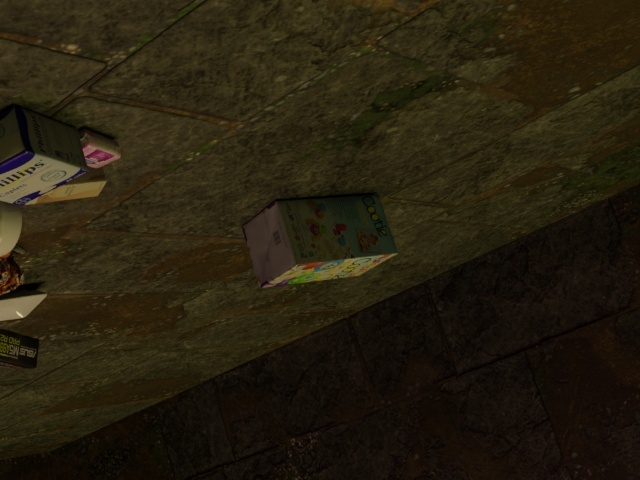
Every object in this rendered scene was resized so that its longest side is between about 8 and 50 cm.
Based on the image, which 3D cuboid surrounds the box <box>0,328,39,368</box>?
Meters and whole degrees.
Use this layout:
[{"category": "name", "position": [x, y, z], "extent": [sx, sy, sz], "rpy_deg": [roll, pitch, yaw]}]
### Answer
[{"category": "box", "position": [-0.696, 0.194, 1.831], "extent": [0.270, 0.060, 0.216], "rpy_deg": [0, 167, 13]}]

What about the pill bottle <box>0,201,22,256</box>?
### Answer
[{"category": "pill bottle", "position": [-0.532, -0.031, 1.346], "extent": [0.131, 0.131, 0.229], "rpy_deg": [-27, 163, 30]}]

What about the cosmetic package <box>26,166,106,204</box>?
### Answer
[{"category": "cosmetic package", "position": [-0.387, -0.089, 1.487], "extent": [0.115, 0.041, 0.060], "rpy_deg": [-9, 163, -30]}]

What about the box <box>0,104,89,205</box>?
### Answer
[{"category": "box", "position": [-0.406, -0.110, 1.326], "extent": [0.126, 0.072, 0.137], "rpy_deg": [-24, 164, 18]}]

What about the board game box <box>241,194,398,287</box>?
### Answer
[{"category": "board game box", "position": [0.000, 0.000, 2.072], "extent": [0.275, 0.144, 0.142], "rpy_deg": [-5, 161, -38]}]

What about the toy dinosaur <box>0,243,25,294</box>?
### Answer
[{"category": "toy dinosaur", "position": [-0.609, 0.050, 1.621], "extent": [0.218, 0.164, 0.322], "rpy_deg": [-33, 146, 0]}]

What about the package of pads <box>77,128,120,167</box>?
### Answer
[{"category": "package of pads", "position": [-0.330, -0.131, 1.419], "extent": [0.050, 0.032, 0.083], "rpy_deg": [-22, 165, 18]}]

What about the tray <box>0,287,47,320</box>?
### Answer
[{"category": "tray", "position": [-0.695, 0.135, 1.961], "extent": [0.270, 0.030, 0.145], "rpy_deg": [-6, 162, -39]}]
